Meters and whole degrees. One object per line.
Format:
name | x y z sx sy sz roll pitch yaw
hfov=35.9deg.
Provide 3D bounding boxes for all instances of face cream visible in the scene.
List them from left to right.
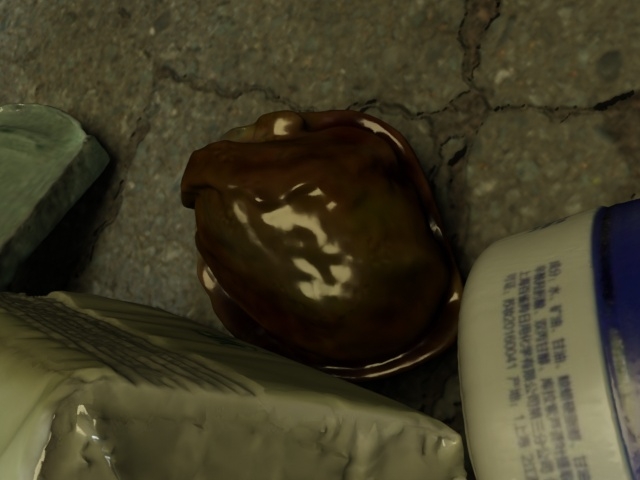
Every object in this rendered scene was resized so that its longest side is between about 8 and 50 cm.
face cream | 0.144 0.087 0.458 0.111 0.206 0.206 -19 71 27

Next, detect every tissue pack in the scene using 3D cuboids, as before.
tissue pack | -0.122 0.186 0.517 0.380 0.207 0.297 11 88 62

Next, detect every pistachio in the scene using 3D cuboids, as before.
pistachio | 0.000 0.000 0.609 0.210 0.130 0.165 39 97 22

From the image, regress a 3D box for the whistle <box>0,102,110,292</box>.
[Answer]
whistle | -0.310 0.073 0.738 0.168 0.188 0.405 15 87 32
